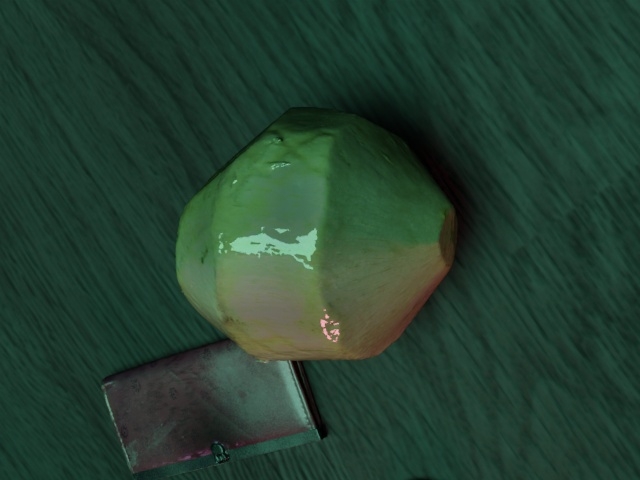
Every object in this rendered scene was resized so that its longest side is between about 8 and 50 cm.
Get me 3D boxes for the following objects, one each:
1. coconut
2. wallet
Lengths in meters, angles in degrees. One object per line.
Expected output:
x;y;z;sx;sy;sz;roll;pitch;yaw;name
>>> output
0.000;0.000;1.045;0.236;0.237;0.197;-2;65;28;coconut
-0.111;0.165;1.243;0.232;0.025;0.119;-19;91;29;wallet
